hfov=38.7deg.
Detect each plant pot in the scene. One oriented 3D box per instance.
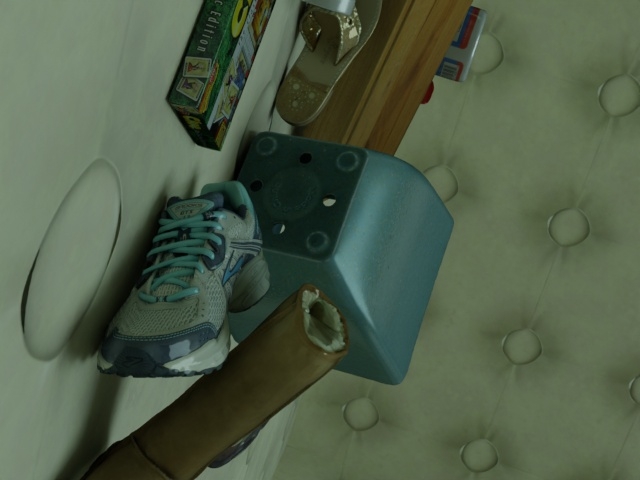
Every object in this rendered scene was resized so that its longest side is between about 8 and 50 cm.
[{"bbox_3d":[0.000,0.000,1.115,0.252,0.247,0.248,59,47,-61],"label":"plant pot"}]

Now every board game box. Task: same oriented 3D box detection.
[{"bbox_3d":[-0.065,-0.216,0.800,0.136,0.030,0.260,64,44,-79],"label":"board game box"}]

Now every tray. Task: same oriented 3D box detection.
[{"bbox_3d":[0.096,-0.245,1.349,0.203,0.076,0.411,-28,154,-44],"label":"tray"}]

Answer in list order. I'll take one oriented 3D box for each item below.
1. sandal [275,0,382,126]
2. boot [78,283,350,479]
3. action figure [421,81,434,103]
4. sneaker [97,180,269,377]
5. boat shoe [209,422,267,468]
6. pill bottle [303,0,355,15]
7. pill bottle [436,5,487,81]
[{"bbox_3d":[0.011,-0.258,1.131,0.079,0.088,0.240,47,67,-83],"label":"sandal"},{"bbox_3d":[-0.100,0.163,0.773,0.269,0.089,0.236,-39,-166,12],"label":"boot"},{"bbox_3d":[0.095,-0.264,1.625,0.280,0.091,0.139,-24,-134,56],"label":"action figure"},{"bbox_3d":[-0.122,0.024,0.793,0.283,0.110,0.122,-65,154,-69],"label":"sneaker"},{"bbox_3d":[-0.123,0.262,1.479,0.285,0.102,0.092,-53,166,-62],"label":"boat shoe"},{"bbox_3d":[0.023,-0.331,1.032,0.078,0.078,0.137,-52,160,-74],"label":"pill bottle"},{"bbox_3d":[0.152,-0.351,1.504,0.124,0.221,0.124,19,90,-85],"label":"pill bottle"}]
